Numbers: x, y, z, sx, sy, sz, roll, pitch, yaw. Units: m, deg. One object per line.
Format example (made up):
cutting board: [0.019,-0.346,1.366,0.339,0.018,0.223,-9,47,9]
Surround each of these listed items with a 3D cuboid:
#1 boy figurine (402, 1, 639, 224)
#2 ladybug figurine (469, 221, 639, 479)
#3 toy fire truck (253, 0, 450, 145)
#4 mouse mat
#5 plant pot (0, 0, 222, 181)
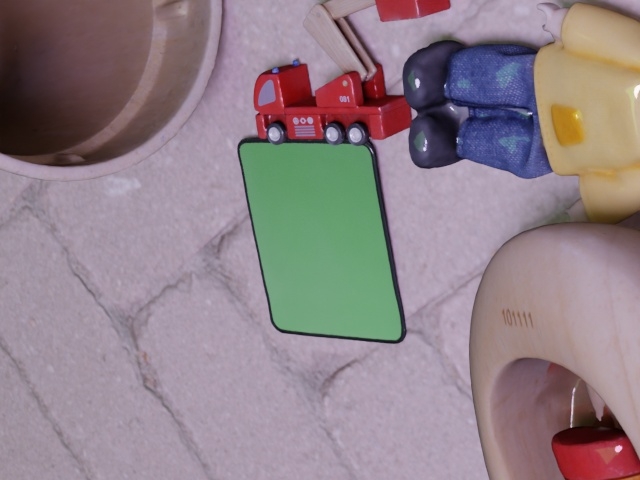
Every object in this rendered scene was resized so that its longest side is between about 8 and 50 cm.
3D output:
boy figurine: [0.201,-0.086,1.211,0.285,0.092,0.177,9,110,39]
ladybug figurine: [0.257,0.189,1.198,0.305,0.162,0.449,2,111,62]
toy fire truck: [0.020,-0.149,1.355,0.192,0.047,0.135,4,109,38]
mouse mat: [0.000,0.000,1.451,0.152,0.007,0.190,3,113,37]
plant pot: [-0.308,-0.201,1.443,0.305,0.333,0.334,-8,103,51]
